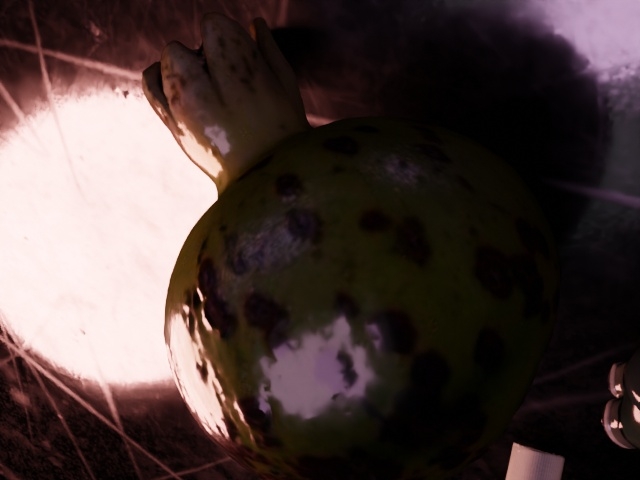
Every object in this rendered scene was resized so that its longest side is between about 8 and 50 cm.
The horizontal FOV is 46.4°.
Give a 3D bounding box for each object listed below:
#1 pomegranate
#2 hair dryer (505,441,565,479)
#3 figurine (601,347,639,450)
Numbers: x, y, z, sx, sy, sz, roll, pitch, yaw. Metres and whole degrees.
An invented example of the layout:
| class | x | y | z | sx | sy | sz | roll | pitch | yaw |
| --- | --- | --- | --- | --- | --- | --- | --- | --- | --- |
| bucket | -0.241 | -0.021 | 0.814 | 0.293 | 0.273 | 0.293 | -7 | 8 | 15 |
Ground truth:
| class | x | y | z | sx | sy | sz | roll | pitch | yaw |
| --- | --- | --- | --- | --- | --- | --- | --- | --- | --- |
| pomegranate | 0.017 | -0.003 | 0.460 | 0.242 | 0.242 | 0.305 | -12 | 83 | 35 |
| hair dryer | 0.147 | 0.250 | 0.645 | 0.044 | 0.154 | 0.183 | 18 | 169 | -2 |
| figurine | 0.261 | 0.093 | 0.426 | 0.126 | 0.147 | 0.192 | 41 | 147 | -20 |
